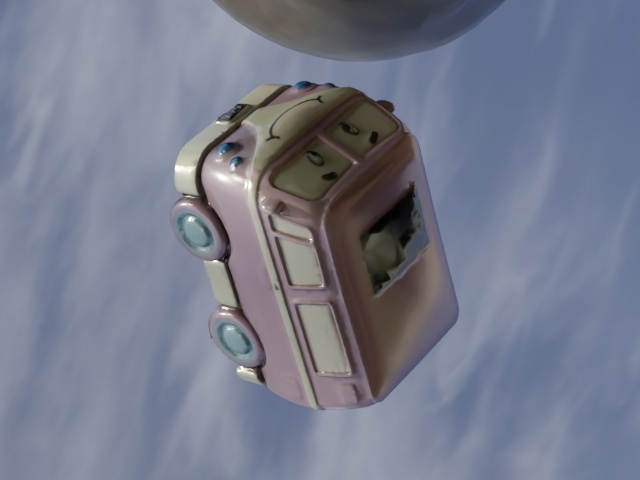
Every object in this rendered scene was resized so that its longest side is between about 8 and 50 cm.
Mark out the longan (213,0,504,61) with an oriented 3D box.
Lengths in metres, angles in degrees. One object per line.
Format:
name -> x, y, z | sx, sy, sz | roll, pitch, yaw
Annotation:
longan -> 0.032, -0.297, 1.306 | 0.361, 0.361, 0.361 | 7, -111, -18

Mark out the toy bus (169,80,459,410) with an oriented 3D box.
toy bus -> 0.000, 0.000, 1.219 | 0.142, 0.142, 0.202 | -42, -52, -37
